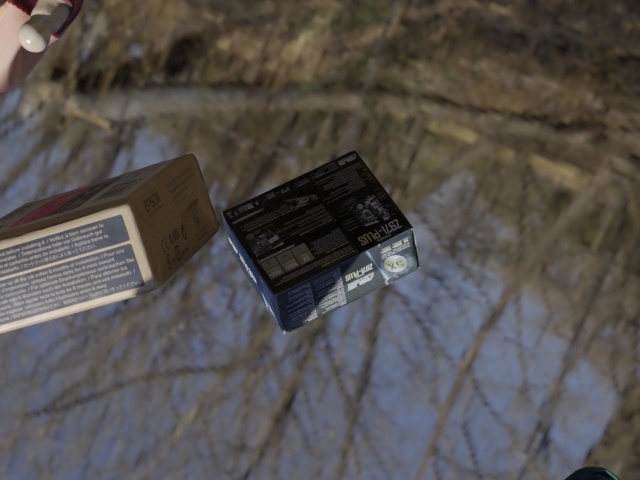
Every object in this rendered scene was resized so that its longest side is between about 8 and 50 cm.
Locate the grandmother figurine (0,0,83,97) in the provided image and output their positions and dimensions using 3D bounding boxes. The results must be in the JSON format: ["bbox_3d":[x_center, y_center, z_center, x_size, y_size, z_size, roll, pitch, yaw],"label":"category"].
[{"bbox_3d":[-0.264,-0.205,1.517,0.104,0.342,0.208,36,179,-28],"label":"grandmother figurine"}]

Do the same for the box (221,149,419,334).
[{"bbox_3d":[0.000,0.000,1.927,0.147,0.180,0.078,54,164,38],"label":"box"}]

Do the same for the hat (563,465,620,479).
[{"bbox_3d":[0.085,0.238,1.048,0.183,0.209,0.173,7,-162,-17],"label":"hat"}]

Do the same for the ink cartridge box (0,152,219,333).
[{"bbox_3d":[-0.218,0.002,1.561,0.193,0.088,0.235,-15,-169,13],"label":"ink cartridge box"}]
